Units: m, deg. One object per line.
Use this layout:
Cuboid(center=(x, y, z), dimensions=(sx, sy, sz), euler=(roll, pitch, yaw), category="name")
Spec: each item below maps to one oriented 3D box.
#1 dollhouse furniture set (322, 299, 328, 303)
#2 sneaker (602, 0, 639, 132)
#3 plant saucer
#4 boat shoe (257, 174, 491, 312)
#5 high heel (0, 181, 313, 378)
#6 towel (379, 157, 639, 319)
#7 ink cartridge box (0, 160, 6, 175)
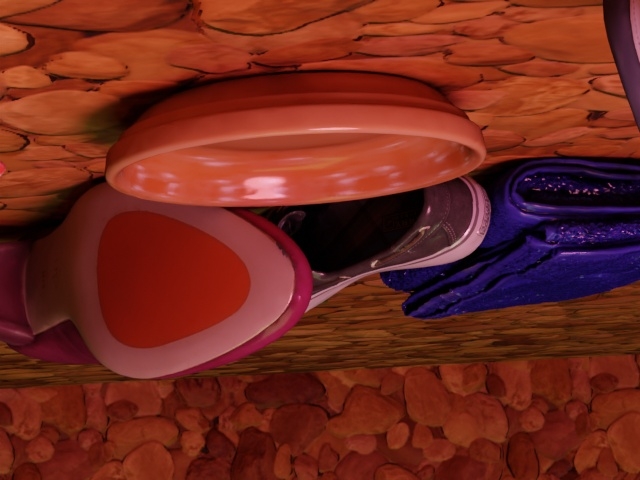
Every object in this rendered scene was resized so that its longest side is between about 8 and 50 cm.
Cuboid(center=(-0.063, 0.003, 1.317), dimensions=(0.152, 0.058, 0.076), euler=(14, -176, 15), category="dollhouse furniture set")
Cuboid(center=(0.230, -0.052, 0.689), dimensions=(0.153, 0.099, 0.282), euler=(-14, 147, 44), category="sneaker")
Cuboid(center=(-0.014, -0.052, 0.919), dimensions=(0.200, 0.037, 0.200), euler=(-3, 171, -1), category="plant saucer")
Cuboid(center=(0.000, 0.000, 1.150), dimensions=(0.229, 0.080, 0.076), euler=(-12, 163, 36), category="boat shoe")
Cuboid(center=(-0.103, 0.028, 1.156), dimensions=(0.377, 0.127, 0.181), euler=(3, 177, 45), category="high heel")
Cuboid(center=(0.187, 0.005, 1.264), dimensions=(0.228, 0.076, 0.308), euler=(-1, 171, -15), category="towel")
Cuboid(center=(-0.282, 0.005, 0.586), dimensions=(0.239, 0.060, 0.275), euler=(-30, 143, 27), category="ink cartridge box")
